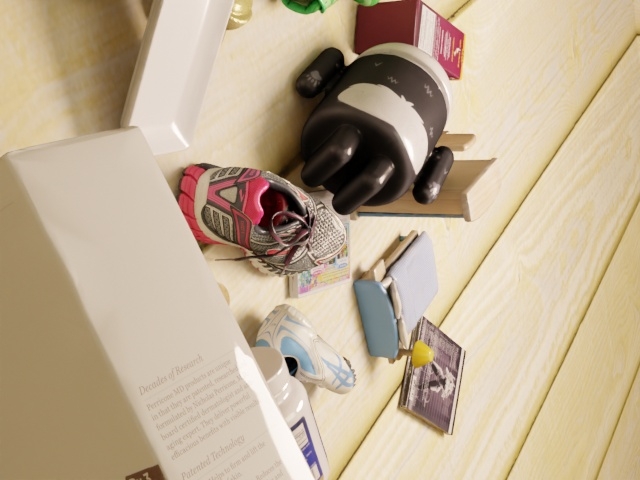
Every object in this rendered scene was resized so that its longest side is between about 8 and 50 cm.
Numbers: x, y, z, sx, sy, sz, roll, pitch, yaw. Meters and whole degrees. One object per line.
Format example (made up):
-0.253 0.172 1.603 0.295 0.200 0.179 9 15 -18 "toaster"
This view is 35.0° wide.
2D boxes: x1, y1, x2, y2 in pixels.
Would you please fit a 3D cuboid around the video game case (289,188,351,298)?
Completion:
0.000 0.000 1.447 0.157 0.019 0.143 -13 104 -60 "video game case"

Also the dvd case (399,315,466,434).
0.204 0.244 1.816 0.221 0.018 0.164 38 58 -54 "dvd case"

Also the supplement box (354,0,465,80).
0.143 -0.308 1.584 0.188 0.104 0.081 12 82 -59 "supplement box"

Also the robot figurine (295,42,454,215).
0.078 -0.158 1.422 0.278 0.173 0.209 -57 141 -41 "robot figurine"

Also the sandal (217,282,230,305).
-0.135 0.159 1.165 0.088 0.079 0.240 46 53 -51 "sandal"

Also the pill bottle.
-0.062 0.230 1.263 0.112 0.112 0.187 -50 133 -47 "pill bottle"

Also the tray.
-0.148 -0.217 1.072 0.145 0.030 0.270 -23 136 -63 "tray"

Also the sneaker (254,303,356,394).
-0.022 0.162 1.373 0.086 0.085 0.237 -51 145 -8 "sneaker"

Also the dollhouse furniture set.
0.202 0.015 1.618 0.286 0.198 0.303 -43 129 -50 "dollhouse furniture set"

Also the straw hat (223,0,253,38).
-0.111 -0.270 1.167 0.144 0.061 0.144 8 90 -69 "straw hat"

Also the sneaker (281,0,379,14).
-0.007 -0.360 1.351 0.295 0.109 0.123 6 110 -62 "sneaker"

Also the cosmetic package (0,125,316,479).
-0.176 0.125 0.827 0.156 0.217 0.385 -28 89 -56 "cosmetic package"

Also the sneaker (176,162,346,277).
-0.049 -0.017 1.261 0.299 0.112 0.121 15 80 -58 "sneaker"
